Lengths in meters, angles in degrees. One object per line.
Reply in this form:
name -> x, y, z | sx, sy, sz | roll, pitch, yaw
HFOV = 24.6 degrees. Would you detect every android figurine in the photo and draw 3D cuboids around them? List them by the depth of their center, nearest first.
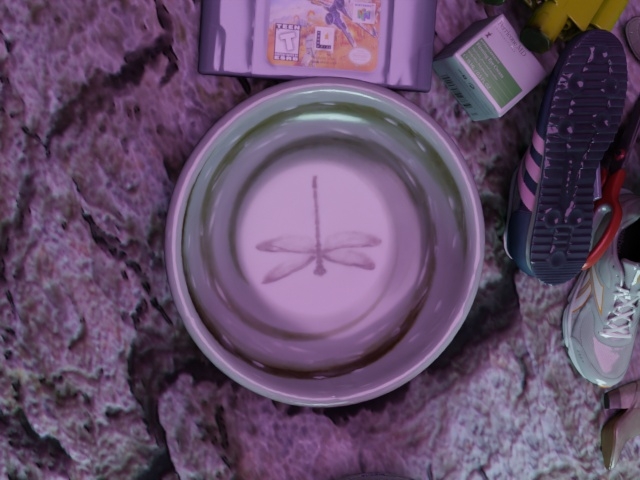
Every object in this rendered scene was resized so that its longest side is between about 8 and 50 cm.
android figurine -> 0.295, -0.365, 1.837 | 0.248, 0.056, 0.273 | 42, 59, -17

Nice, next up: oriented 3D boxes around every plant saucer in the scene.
plant saucer -> 0.000, 0.000, 1.809 | 0.400, 0.100, 0.401 | -1, 95, -15

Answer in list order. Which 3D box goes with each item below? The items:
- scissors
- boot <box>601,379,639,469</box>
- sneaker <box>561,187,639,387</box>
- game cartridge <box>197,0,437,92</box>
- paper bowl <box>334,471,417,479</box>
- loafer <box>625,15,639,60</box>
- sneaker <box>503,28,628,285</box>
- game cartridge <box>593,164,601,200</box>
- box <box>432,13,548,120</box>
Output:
scissors -> 0.390, -0.091, 1.902 | 0.021, 0.109, 0.297 | 39, 82, -31
boot -> 0.421, 0.246, 1.965 | 0.087, 0.042, 0.119 | 0, 95, -16
sneaker -> 0.384, 0.063, 1.900 | 0.099, 0.121, 0.263 | 4, 93, -14
game cartridge -> 0.001, -0.291, 1.814 | 0.297, 0.062, 0.198 | 3, 98, -14
paper bowl -> 0.069, 0.431, 1.827 | 0.284, 0.148, 0.284 | 0, 91, -10
loafer -> 0.447, -0.247, 1.940 | 0.045, 0.039, 0.125 | -38, 101, 25
sneaker -> 0.289, -0.113, 1.839 | 0.112, 0.131, 0.319 | 9, 101, -24
game cartridge -> 0.324, -0.073, 1.900 | 0.017, 0.083, 0.056 | 3, 85, -53
box -> 0.210, -0.216, 1.845 | 0.087, 0.102, 0.101 | -41, 101, -10
